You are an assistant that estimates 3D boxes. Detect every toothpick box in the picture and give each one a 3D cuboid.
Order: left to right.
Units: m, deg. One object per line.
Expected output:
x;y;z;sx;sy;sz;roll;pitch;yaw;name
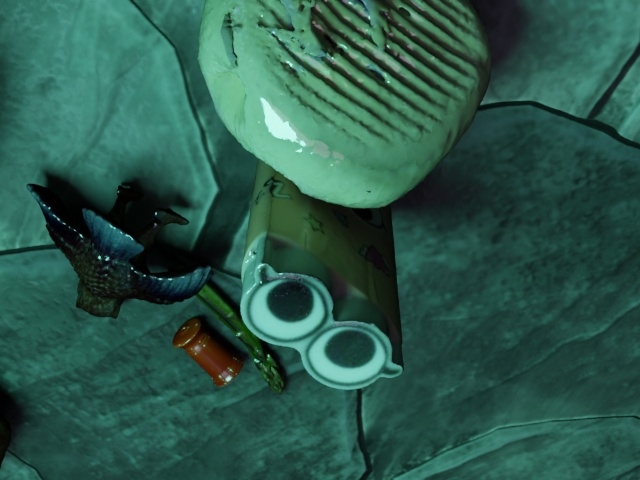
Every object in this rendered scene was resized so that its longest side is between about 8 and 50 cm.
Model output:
-0.135;0.132;1.217;0.047;0.047;0.083;-33;116;21;toothpick box

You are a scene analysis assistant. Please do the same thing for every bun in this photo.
0.017;-0.162;0.926;0.273;0.273;0.168;23;160;-14;bun

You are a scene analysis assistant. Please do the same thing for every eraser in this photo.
0.000;0.000;0.978;0.171;0.290;0.087;38;117;-21;eraser

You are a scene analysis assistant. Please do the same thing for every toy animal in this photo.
-0.232;0.027;1.102;0.218;0.116;0.179;26;120;-3;toy animal

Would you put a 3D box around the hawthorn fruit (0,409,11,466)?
-0.496;0.252;1.235;0.235;0.181;0.181;-27;119;18;hawthorn fruit

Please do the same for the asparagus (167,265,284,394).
-0.102;0.104;1.208;0.034;0.027;0.236;-25;120;22;asparagus
